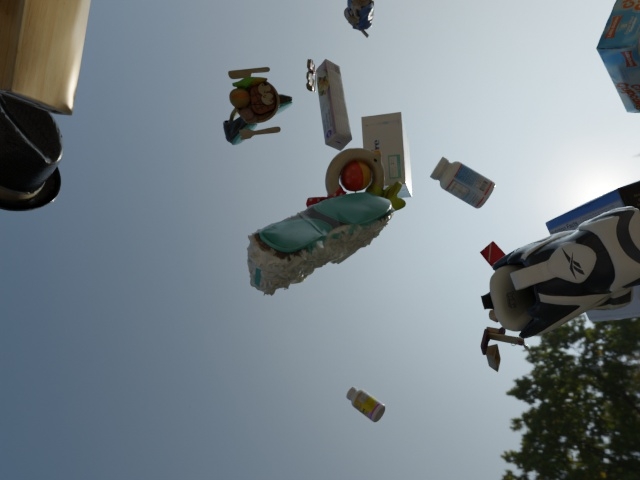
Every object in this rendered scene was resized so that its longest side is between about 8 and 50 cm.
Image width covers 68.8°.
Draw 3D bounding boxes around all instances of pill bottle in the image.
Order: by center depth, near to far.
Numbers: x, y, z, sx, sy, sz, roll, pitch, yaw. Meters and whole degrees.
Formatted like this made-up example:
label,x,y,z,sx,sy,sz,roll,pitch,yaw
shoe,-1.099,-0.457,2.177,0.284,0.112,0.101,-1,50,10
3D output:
label,x,y,z,sx,sy,sz,roll,pitch,yaw
pill bottle,0.097,0.354,1.018,0.083,0.043,0.043,27,-120,36
pill bottle,0.383,-0.160,1.270,0.160,0.087,0.087,32,-114,5

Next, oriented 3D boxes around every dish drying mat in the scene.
label,x,y,z,sx,sy,sz,roll,pitch,yaw
dish drying mat,0.299,0.041,0.768,0.008,0.032,0.083,6,-136,-53

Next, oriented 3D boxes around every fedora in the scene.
label,x,y,z,sx,sy,sz,roll,pitch,yaw
fedora,-0.676,-0.234,1.006,0.152,0.334,0.334,-28,-103,19

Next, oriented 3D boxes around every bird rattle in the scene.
label,x,y,z,sx,sy,sz,roll,pitch,yaw
bird rattle,0.082,-0.135,1.213,0.253,0.143,0.207,-7,-77,-10

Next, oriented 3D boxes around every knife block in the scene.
label,x,y,z,sx,sy,sz,roll,pitch,yaw
knife block,-0.278,-0.305,0.469,0.242,0.088,0.276,-36,-97,9

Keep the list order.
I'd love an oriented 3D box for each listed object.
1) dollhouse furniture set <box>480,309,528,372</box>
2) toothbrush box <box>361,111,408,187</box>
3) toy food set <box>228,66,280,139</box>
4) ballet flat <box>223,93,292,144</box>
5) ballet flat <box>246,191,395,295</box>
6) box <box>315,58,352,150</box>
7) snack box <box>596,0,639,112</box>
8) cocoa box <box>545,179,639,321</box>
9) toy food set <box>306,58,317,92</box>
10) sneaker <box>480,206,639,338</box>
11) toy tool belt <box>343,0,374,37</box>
label,x,y,z,sx,sy,sz,roll,pitch,yaw
dollhouse furniture set,0.375,0.207,0.925,0.081,0.114,0.091,5,-130,32
toothbrush box,0.217,-0.257,1.491,0.126,0.295,0.217,-4,-94,15
toy food set,-0.175,-0.375,1.248,0.132,0.038,0.192,-11,-93,-8
ballet flat,-0.203,-0.384,1.393,0.095,0.280,0.096,-26,-89,-54
ballet flat,0.000,0.000,0.957,0.408,0.147,0.147,-22,-103,-47
box,0.038,-0.432,1.471,0.067,0.063,0.324,14,-125,-33
snack box,0.554,-0.394,0.749,0.187,0.060,0.322,26,-94,-40
cocoa box,0.675,-0.014,0.891,0.347,0.231,0.228,-18,-101,-10
toy food set,-0.028,-0.434,1.216,0.019,0.122,0.078,5,-92,7
sneaker,0.253,0.048,0.512,0.153,0.235,0.094,-20,-105,14
toy tool belt,0.063,-0.357,0.724,0.052,0.083,0.051,-24,-105,2
